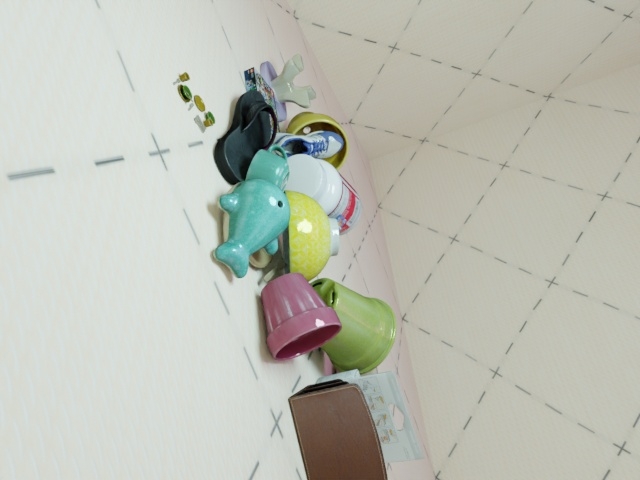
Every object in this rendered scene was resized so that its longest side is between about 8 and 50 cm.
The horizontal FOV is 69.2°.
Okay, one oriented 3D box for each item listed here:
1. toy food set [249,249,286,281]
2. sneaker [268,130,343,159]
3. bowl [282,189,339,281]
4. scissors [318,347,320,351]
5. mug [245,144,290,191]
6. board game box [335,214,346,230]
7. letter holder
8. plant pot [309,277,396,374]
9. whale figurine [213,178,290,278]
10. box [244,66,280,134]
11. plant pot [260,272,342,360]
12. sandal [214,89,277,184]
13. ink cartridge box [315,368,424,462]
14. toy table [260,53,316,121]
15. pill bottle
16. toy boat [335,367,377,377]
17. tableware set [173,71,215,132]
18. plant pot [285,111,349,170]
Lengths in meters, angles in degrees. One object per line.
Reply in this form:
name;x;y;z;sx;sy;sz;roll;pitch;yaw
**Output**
toy food set;-0.177;0.016;1.293;0.132;0.039;0.192;-44;113;-52
sneaker;-0.040;-0.332;1.682;0.131;0.296;0.111;-137;-137;-57
bowl;-0.029;-0.007;1.394;0.289;0.156;0.289;178;-90;-81
scissors;0.022;0.298;1.687;0.297;0.021;0.109;-91;156;-46
mug;-0.141;-0.196;1.333;0.129;0.097;0.157;-38;151;-81
board game box;0.000;0.000;1.617;0.035;0.201;0.136;45;20;-3
letter holder;0.070;0.537;1.254;0.152;0.214;0.301;13;60;-71
plant pot;0.059;0.254;1.475;0.254;0.276;0.276;39;34;-37
whale figurine;-0.166;-0.040;1.169;0.216;0.141;0.272;50;42;-31
box;-0.211;-0.494;1.705;0.159;0.044;0.233;39;37;-62
plant pot;-0.068;0.194;1.237;0.180;0.201;0.201;62;11;24
sandal;-0.196;-0.326;1.418;0.445;0.107;0.167;-81;150;-47
ink cartridge box;0.150;0.543;1.426;0.066;0.261;0.296;-37;109;-72
toy table;-0.135;-0.634;1.899;0.252;0.161;0.274;10;64;-71
pill bottle;-0.005;-0.162;1.708;0.408;0.229;0.229;31;44;-66
toy boat;0.123;0.507;1.650;0.231;0.151;0.151;-81;179;-56
tableware set;-0.328;-0.369;1.234;0.104;0.024;0.154;-83;151;-55
plant pot;-0.036;-0.407;1.874;0.254;0.254;0.239;60;5;-36
